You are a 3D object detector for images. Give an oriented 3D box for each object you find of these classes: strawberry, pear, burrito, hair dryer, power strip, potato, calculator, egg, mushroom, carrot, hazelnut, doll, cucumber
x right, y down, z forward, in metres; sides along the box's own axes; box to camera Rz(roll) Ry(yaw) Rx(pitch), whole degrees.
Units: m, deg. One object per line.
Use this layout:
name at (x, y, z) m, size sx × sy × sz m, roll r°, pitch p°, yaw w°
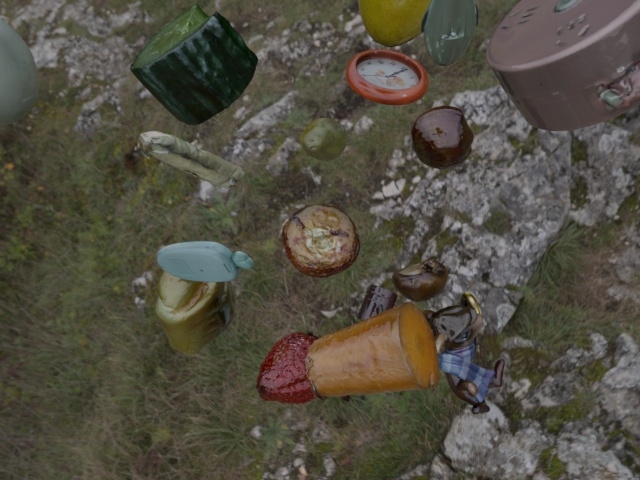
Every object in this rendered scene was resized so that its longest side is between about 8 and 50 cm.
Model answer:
strawberry at (-0.092, 0.460, 1.822) m, size 0.238 × 0.288 × 0.250 m, roll 4°, pitch 103°, yaw 44°
pear at (0.149, -0.448, 0.960) m, size 0.266 × 0.267 × 0.178 m, roll 30°, pitch 112°, yaw 27°
burrito at (-0.176, -0.113, 0.731) m, size 0.045 × 0.185 × 0.041 m, roll -8°, pitch 74°, yaw 28°
hair dryer at (0.153, -0.332, 0.617) m, size 0.067 × 0.167 × 0.199 m, roll -2°, pitch 80°, yaw 4°
power strip at (0.223, -0.169, 0.435) m, size 0.154 × 0.078 × 0.154 m, roll -34°, pitch 29°, yaw 22°
potato at (0.009, -0.356, 1.845) m, size 0.157 × 0.194 × 0.157 m, roll 5°, pitch 103°, yaw 21°
calculator at (-0.341, 0.066, 1.533) m, size 0.295 × 0.184 × 0.042 m, roll -3°, pitch 53°, yaw 16°
egg at (-0.547, -0.280, 0.851) m, size 0.151 × 0.209 × 0.151 m, roll 10°, pitch 60°, yaw -17°
mushroom at (0.370, 0.152, 1.931) m, size 0.194 × 0.231 × 0.138 m, roll -27°, pitch 85°, yaw 42°
carrot at (0.115, 0.263, 1.177) m, size 0.254 × 0.196 × 0.196 m, roll -20°, pitch 59°, yaw 27°
hazelnut at (0.429, -0.356, 1.848) m, size 0.218 × 0.234 × 0.218 m, roll -19°, pitch 27°, yaw 10°
doll at (0.474, 0.366, 1.708) m, size 0.209 × 0.340 × 0.318 m, roll -21°, pitch 15°, yaw 18°
cucumber at (-0.219, -0.302, 0.891) m, size 0.191 × 0.130 × 0.191 m, roll -18°, pitch 46°, yaw 20°

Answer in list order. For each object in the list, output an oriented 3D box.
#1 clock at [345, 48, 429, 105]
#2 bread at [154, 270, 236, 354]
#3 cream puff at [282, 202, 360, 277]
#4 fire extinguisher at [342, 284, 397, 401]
clock at (0.163, -0.398, 1.274) m, size 0.205 × 0.051 × 0.205 m, roll 4°, pitch 52°, yaw -5°
bread at (-0.409, 0.192, 1.775) m, size 0.210 × 0.341 × 0.301 m, roll 16°, pitch 49°, yaw 16°
cream puff at (-0.001, 0.000, 1.575) m, size 0.239 × 0.164 × 0.240 m, roll 0°, pitch 77°, yaw -1°
fire extinguisher at (0.131, 0.302, 1.523) m, size 0.105 × 0.141 × 0.341 m, roll 19°, pitch 76°, yaw 10°
